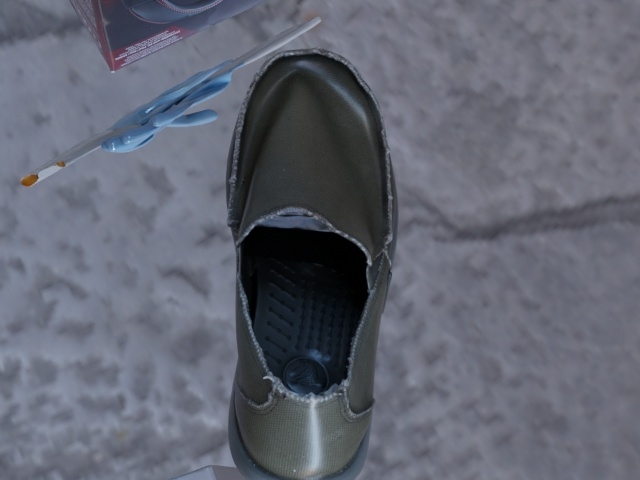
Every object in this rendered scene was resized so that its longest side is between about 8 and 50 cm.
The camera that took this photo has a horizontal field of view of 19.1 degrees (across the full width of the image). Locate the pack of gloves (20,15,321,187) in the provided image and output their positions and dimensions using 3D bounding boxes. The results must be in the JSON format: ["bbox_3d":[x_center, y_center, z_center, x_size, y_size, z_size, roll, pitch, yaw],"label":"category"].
[{"bbox_3d":[-0.122,-0.106,1.655,0.232,0.195,0.046,-36,103,-36],"label":"pack of gloves"}]

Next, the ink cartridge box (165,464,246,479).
[{"bbox_3d":[-0.060,0.251,1.168,0.093,0.154,0.212,-21,79,4],"label":"ink cartridge box"}]

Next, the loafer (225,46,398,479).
[{"bbox_3d":[0.000,0.000,0.944,0.094,0.251,0.087,2,149,-7],"label":"loafer"}]

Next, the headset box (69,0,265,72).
[{"bbox_3d":[-0.098,-0.267,1.434,0.218,0.110,0.293,-26,156,-12],"label":"headset box"}]
